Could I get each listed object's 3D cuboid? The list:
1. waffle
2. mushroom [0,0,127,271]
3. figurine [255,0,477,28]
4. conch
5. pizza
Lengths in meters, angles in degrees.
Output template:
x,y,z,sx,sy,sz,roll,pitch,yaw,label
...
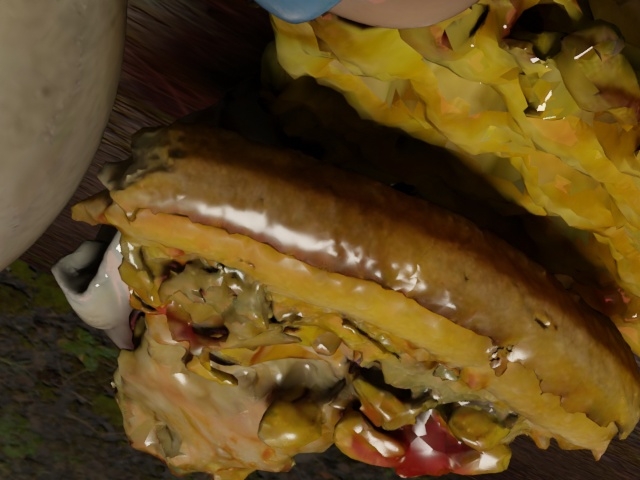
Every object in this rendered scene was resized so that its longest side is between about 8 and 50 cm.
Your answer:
x,y,z,sx,sy,sz,roll,pitch,yaw,label
0.143,-0.014,0.785,0.382,0.095,0.379,25,170,9,waffle
-0.224,-0.115,0.756,0.297,0.297,0.290,27,-154,-20,mushroom
0.023,-0.115,0.508,0.144,0.114,0.178,22,162,-1,figurine
-0.040,-0.003,1.036,0.149,0.275,0.183,47,122,-8,conch
-0.030,0.038,0.831,0.288,0.074,0.251,-13,139,35,pizza
